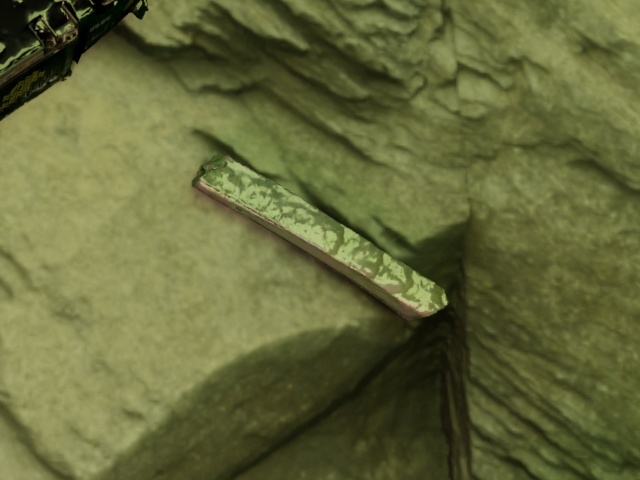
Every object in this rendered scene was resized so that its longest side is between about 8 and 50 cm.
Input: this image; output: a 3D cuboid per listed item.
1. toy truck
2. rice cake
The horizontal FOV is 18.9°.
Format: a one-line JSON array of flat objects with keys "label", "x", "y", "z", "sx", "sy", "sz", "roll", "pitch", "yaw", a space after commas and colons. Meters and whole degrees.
[{"label": "toy truck", "x": -0.245, "y": -0.135, "z": 1.375, "sx": 0.259, "sy": 0.121, "sz": 0.088, "roll": -37, "pitch": 85, "yaw": -17}, {"label": "rice cake", "x": 0.000, "y": 0.000, "z": 1.432, "sx": 0.211, "sy": 0.043, "sz": 0.034, "roll": 31, "pitch": 79, "yaw": -2}]
